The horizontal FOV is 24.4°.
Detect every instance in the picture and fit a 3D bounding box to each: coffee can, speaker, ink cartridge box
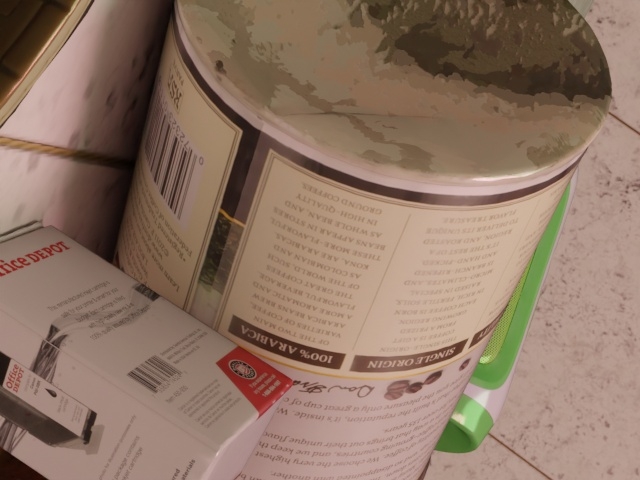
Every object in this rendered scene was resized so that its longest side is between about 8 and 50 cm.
[{"bbox_3d":[0.000,0.000,0.739,0.201,0.201,0.275,-51,167,-47],"label":"coffee can"},{"bbox_3d":[0.130,0.027,1.277,0.131,0.131,0.296,97,13,-66],"label":"speaker"},{"bbox_3d":[-0.093,0.057,0.621,0.056,0.135,0.099,-61,171,18],"label":"ink cartridge box"}]

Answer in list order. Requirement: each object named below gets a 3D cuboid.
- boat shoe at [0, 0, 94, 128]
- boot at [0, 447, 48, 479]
[{"bbox_3d":[-0.070,-0.111,0.413,0.223,0.080,0.073,-65,166,-1],"label":"boat shoe"},{"bbox_3d":[-0.183,0.184,0.727,0.197,0.073,0.152,-69,-176,-61],"label":"boot"}]
